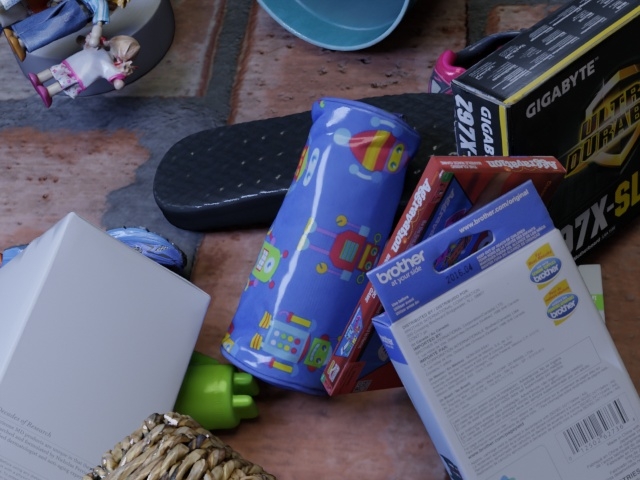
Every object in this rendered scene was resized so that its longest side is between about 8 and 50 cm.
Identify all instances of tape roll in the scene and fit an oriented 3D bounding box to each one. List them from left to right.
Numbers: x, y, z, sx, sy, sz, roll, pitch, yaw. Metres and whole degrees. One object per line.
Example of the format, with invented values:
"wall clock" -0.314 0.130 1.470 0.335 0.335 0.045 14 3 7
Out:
"tape roll" -0.304 -0.292 1.755 0.219 0.072 0.219 -5 51 6

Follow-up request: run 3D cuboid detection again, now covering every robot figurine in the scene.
"robot figurine" -0.122 0.161 1.365 0.115 0.067 0.101 -4 63 8

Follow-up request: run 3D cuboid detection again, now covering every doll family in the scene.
"doll family" -0.316 -0.289 1.632 0.163 0.118 0.263 -30 53 -13

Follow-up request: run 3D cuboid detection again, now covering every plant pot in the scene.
"plant pot" 0.064 -0.418 1.677 0.271 0.272 0.255 23 46 26

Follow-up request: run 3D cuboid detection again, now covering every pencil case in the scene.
"pencil case" 0.000 0.000 1.355 0.133 0.119 0.306 22 92 56

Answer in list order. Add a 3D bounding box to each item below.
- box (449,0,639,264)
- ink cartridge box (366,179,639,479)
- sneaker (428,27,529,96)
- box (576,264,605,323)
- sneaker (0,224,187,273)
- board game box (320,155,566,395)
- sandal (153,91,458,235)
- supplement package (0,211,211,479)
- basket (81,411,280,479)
"box" 0.276 -0.119 1.361 0.322 0.257 0.079 -35 46 -27
"ink cartridge box" 0.175 0.121 1.215 0.186 0.311 0.065 -29 12 -13
"sneaker" 0.265 -0.203 1.547 0.299 0.112 0.121 -25 51 -14
"box" 0.219 0.110 1.359 0.145 0.038 0.186 -2 51 9
"sneaker" -0.254 0.045 1.486 0.221 0.083 0.087 -11 64 9
"board game box" 0.112 0.037 1.260 0.145 0.281 0.027 -3 44 -34
"sandal" 0.026 -0.073 1.514 0.445 0.107 0.167 -2 52 25
"supplement package" -0.255 0.156 1.285 0.177 0.175 0.293 -31 34 46
"basket" -0.075 0.309 1.091 0.223 0.299 0.213 32 63 33
